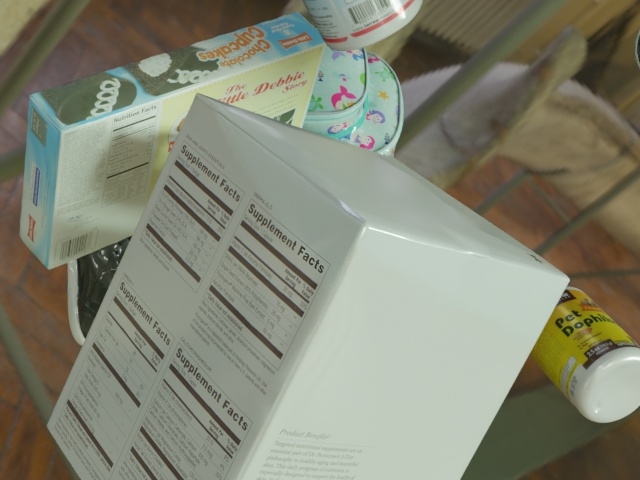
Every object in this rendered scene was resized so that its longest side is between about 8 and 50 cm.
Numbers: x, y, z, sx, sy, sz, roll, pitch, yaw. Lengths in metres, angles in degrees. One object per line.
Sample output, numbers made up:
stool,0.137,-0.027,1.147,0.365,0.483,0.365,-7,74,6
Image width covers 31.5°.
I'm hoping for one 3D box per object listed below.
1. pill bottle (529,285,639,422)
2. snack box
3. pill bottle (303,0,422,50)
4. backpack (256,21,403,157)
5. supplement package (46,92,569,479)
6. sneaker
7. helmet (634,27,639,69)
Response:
pill bottle,0.348,0.142,1.546,0.117,0.117,0.215,30,14,-35
snack box,-0.145,-0.105,1.148,0.322,0.187,0.060,-25,59,-36
pill bottle,0.009,-0.230,0.851,0.160,0.087,0.087,60,17,-28
backpack,-0.009,-0.181,1.594,0.253,0.191,0.225,10,53,-7
supplement package,-0.015,0.077,0.763,0.199,0.263,0.198,14,18,-43
sneaker,-0.235,-0.008,1.373,0.104,0.146,0.296,-32,122,-61
helmet,0.377,-0.151,1.051,0.169,0.169,0.162,-32,104,-66
